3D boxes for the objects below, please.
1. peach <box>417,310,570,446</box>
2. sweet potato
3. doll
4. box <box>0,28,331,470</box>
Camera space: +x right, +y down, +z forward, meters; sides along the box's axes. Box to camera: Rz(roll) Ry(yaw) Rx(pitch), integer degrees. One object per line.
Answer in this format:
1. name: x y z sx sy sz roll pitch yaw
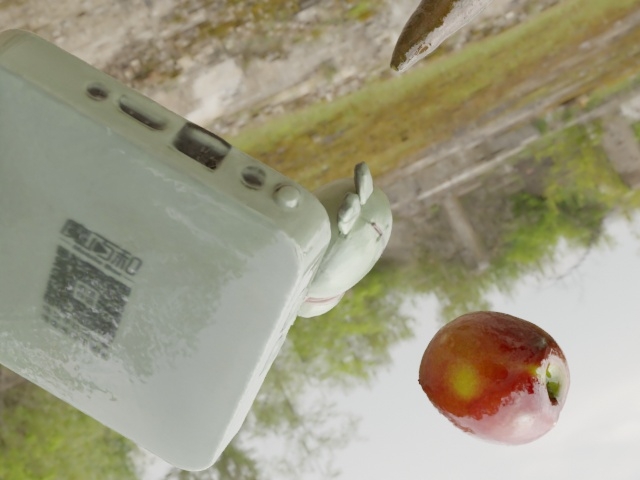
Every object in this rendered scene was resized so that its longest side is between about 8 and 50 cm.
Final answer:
1. peach: 0.255 0.207 1.681 0.226 0.196 0.190 -1 -122 42
2. sweet potato: 0.160 -0.294 1.337 0.244 0.077 0.077 -40 -179 -12
3. doll: 0.009 0.009 1.218 0.155 0.113 0.275 -58 -169 -30
4. box: -0.203 0.021 1.089 0.090 0.367 0.373 -55 173 -51
